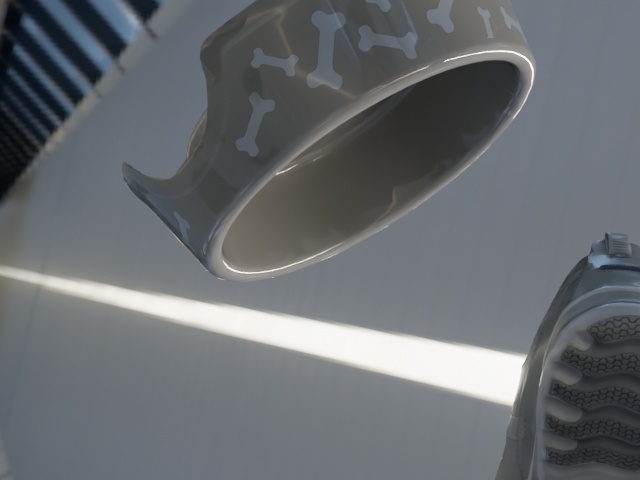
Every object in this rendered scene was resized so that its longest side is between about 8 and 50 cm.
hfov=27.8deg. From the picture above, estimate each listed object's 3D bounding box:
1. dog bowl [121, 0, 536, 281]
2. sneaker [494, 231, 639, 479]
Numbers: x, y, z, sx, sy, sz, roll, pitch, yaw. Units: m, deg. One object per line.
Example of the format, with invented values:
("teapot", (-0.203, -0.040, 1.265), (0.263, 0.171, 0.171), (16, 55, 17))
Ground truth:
("dog bowl", (0.019, -0.091, 1.034), (0.102, 0.349, 0.349), (57, -35, 16))
("sneaker", (0.149, 0.125, 0.709), (0.115, 0.105, 0.281), (-73, 175, -55))
